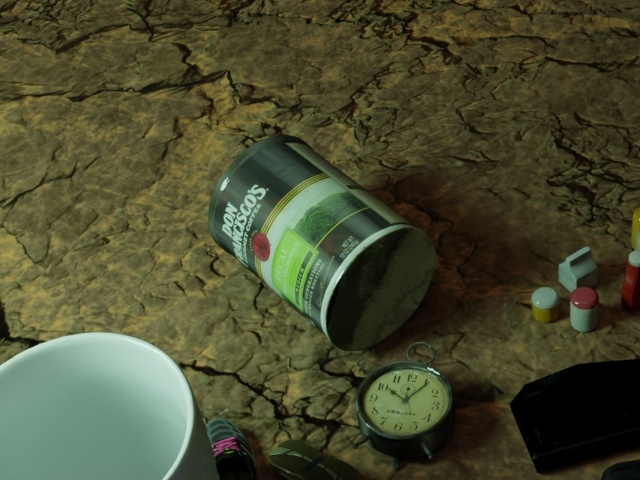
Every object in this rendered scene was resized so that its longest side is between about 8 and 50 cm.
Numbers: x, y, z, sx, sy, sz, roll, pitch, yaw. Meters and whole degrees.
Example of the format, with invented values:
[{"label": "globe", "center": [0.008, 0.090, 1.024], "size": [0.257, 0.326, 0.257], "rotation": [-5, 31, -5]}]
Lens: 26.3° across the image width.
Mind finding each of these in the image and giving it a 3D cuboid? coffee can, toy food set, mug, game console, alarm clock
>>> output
[{"label": "coffee can", "center": [0.000, 0.000, 1.947], "size": [0.201, 0.201, 0.275], "rotation": [-34, 50, -22]}, {"label": "toy food set", "center": [0.402, 0.034, 1.912], "size": [0.232, 0.104, 0.111], "rotation": [-28, 48, -17]}, {"label": "mug", "center": [-0.244, 0.349, 1.557], "size": [0.276, 0.328, 0.374], "rotation": [-9, 45, 2]}, {"label": "game console", "center": [0.384, 0.294, 1.705], "size": [0.213, 0.044, 0.361], "rotation": [-15, 45, -2]}, {"label": "alarm clock", "center": [0.118, 0.211, 1.816], "size": [0.129, 0.064, 0.192], "rotation": [7, 50, 16]}]

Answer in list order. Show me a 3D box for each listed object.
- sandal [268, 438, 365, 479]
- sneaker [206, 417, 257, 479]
[{"label": "sandal", "center": [0.000, 0.312, 1.754], "size": [0.072, 0.049, 0.180], "rotation": [-31, 34, -27]}, {"label": "sneaker", "center": [-0.116, 0.287, 1.774], "size": [0.063, 0.074, 0.170], "rotation": [-16, 45, -6]}]
